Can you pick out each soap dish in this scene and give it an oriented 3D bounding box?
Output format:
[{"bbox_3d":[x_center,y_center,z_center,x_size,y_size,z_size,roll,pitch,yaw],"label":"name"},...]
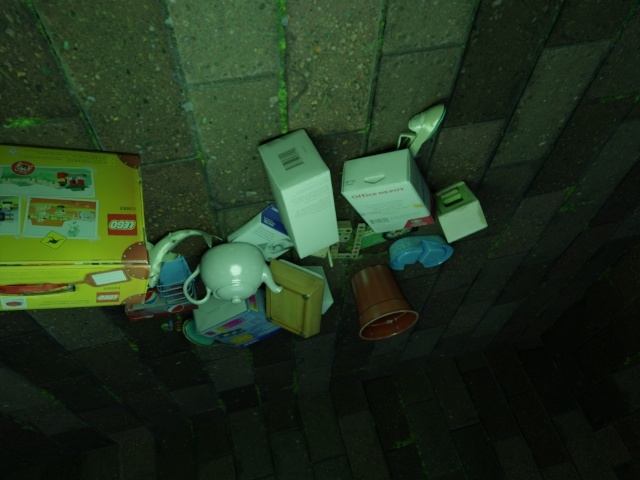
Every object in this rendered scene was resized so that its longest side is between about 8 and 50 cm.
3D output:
[{"bbox_3d":[-0.105,0.231,1.874,0.229,0.118,0.291,21,132,19],"label":"soap dish"}]

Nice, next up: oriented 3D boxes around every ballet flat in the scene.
[{"bbox_3d":[-0.493,0.423,2.212,0.348,0.123,0.123,20,132,-41],"label":"ballet flat"},{"bbox_3d":[0.293,-0.328,1.494,0.086,0.086,0.248,-1,145,-24],"label":"ballet flat"}]

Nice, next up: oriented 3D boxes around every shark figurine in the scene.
[{"bbox_3d":[-0.490,0.017,1.641,0.278,0.166,0.116,-34,174,-6],"label":"shark figurine"}]

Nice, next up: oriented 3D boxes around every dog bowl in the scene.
[{"bbox_3d":[0.431,0.048,2.113,0.297,0.074,0.166,-3,144,-21],"label":"dog bowl"}]

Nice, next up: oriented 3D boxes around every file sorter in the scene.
[{"bbox_3d":[-0.536,0.154,1.784,0.118,0.104,0.170,-14,147,-7],"label":"file sorter"}]

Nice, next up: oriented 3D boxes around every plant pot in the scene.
[{"bbox_3d":[0.266,0.268,2.185,0.272,0.265,0.272,-13,148,-8],"label":"plant pot"}]

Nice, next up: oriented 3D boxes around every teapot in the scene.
[{"bbox_3d":[-0.313,0.136,1.723,0.256,0.187,0.252,-29,146,34],"label":"teapot"}]

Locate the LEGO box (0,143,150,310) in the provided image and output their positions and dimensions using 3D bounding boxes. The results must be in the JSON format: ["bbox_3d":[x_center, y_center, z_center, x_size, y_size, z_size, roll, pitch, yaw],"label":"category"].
[{"bbox_3d":[-0.694,-0.036,1.182,0.500,0.372,0.193,1,143,-26],"label":"LEGO box"}]

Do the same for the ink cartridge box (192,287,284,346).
[{"bbox_3d":[-0.314,0.332,2.096,0.270,0.151,0.395,-26,152,18],"label":"ink cartridge box"}]

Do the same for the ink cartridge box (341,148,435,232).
[{"bbox_3d":[0.233,-0.154,1.614,0.226,0.131,0.306,-8,152,25],"label":"ink cartridge box"}]

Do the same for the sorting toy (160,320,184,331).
[{"bbox_3d":[-0.650,0.383,2.125,0.102,0.042,0.061,-13,147,-7],"label":"sorting toy"}]

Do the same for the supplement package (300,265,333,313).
[{"bbox_3d":[-0.033,0.208,2.032,0.105,0.179,0.105,3,142,-28],"label":"supplement package"}]

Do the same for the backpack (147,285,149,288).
[{"bbox_3d":[-0.672,0.125,1.661,0.182,0.152,0.115,11,153,-43],"label":"backpack"}]

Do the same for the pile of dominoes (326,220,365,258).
[{"bbox_3d":[0.068,0.014,1.893,0.196,0.040,0.251,-2,145,-6],"label":"pile of dominoes"}]

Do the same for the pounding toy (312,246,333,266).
[{"bbox_3d":[0.000,0.000,1.735,0.100,0.141,0.130,10,116,-30],"label":"pounding toy"}]

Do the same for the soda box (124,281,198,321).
[{"bbox_3d":[-0.616,0.237,1.888,0.263,0.083,0.092,-10,146,-11],"label":"soda box"}]

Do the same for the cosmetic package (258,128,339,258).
[{"bbox_3d":[-0.059,-0.132,1.492,0.155,0.197,0.365,-25,150,-7],"label":"cosmetic package"}]

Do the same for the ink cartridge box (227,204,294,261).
[{"bbox_3d":[-0.180,-0.019,1.749,0.224,0.045,0.223,-35,144,24],"label":"ink cartridge box"}]

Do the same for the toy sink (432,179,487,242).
[{"bbox_3d":[0.498,-0.124,1.813,0.153,0.234,0.131,-24,117,11],"label":"toy sink"}]

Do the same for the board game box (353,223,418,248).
[{"bbox_3d":[0.264,-0.043,1.941,0.260,0.030,0.136,-17,149,-1],"label":"board game box"}]
